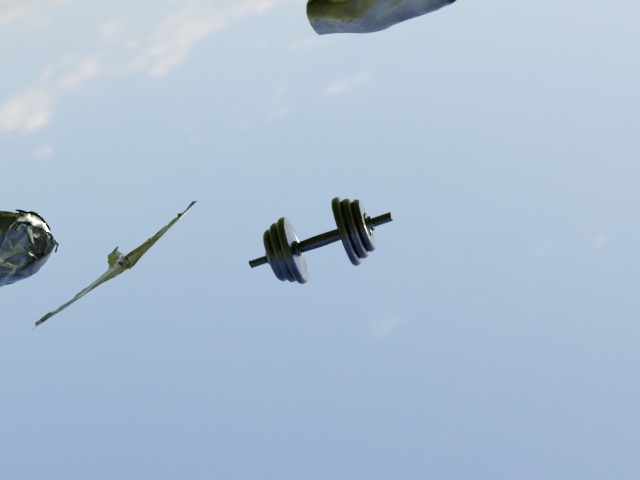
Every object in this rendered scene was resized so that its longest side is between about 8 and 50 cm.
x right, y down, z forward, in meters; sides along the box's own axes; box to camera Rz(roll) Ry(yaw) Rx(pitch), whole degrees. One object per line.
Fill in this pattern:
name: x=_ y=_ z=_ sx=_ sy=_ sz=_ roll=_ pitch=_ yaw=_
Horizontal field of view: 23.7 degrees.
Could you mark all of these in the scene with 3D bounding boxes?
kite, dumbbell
kite: x=-0.227 y=0.024 z=1.681 sx=0.229 sy=0.012 sz=0.250 roll=-37 pitch=-172 yaw=-8
dumbbell: x=0.000 y=0.000 z=2.094 sx=0.208 sy=0.099 sz=0.099 roll=-19 pitch=-163 yaw=9

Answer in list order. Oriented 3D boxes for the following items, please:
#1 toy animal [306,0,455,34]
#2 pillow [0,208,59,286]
toy animal: x=0.115 y=-0.368 z=1.622 sx=0.303 sy=0.194 sz=0.344 roll=-14 pitch=-144 yaw=16
pillow: x=-0.446 y=0.033 z=1.735 sx=0.335 sy=0.092 sz=0.161 roll=-22 pitch=160 yaw=35
